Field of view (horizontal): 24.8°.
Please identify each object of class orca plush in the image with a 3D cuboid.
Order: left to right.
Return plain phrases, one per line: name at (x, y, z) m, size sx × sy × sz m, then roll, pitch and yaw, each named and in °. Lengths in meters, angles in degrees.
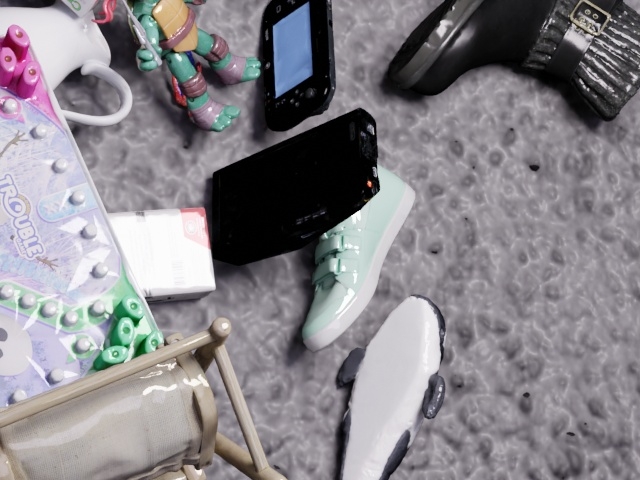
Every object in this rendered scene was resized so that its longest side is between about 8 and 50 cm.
orca plush at (0.100, 0.214, 1.693) m, size 0.102 × 0.151 × 0.287 m, roll 27°, pitch 62°, yaw -47°

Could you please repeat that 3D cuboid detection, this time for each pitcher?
pitcher at (-0.323, -0.182, 1.612) m, size 0.207 × 0.125 × 0.178 m, roll -30°, pitch 84°, yaw -35°

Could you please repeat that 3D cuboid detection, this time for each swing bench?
swing bench at (-0.207, 0.196, 1.325) m, size 0.253 × 0.255 × 0.165 m, roll -20°, pitch 91°, yaw -25°

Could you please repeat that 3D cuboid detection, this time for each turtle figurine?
turtle figurine at (-0.156, -0.241, 1.638) m, size 0.175 × 0.118 × 0.234 m, roll -52°, pitch 136°, yaw -18°

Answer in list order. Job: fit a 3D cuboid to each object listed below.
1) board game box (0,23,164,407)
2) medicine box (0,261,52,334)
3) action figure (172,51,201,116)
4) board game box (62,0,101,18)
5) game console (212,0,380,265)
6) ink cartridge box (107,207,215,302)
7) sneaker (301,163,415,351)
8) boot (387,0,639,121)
board game box at (-0.394, 0.010, 1.422) m, size 0.390 × 0.050 × 0.390 m, roll -21°, pitch 80°, yaw -23°
medicine box at (-0.343, 0.215, 1.493) m, size 0.263 × 0.149 × 0.289 m, roll -34°, pitch 90°, yaw -25°
action figure at (-0.161, -0.202, 1.731) m, size 0.038 × 0.030 × 0.115 m, roll -6°, pitch 82°, yaw -27°
board game box at (-0.256, -0.409, 1.680) m, size 0.193 × 0.053 × 0.305 m, roll 42°, pitch 48°, yaw -7°
game console at (-0.036, -0.150, 1.694) m, size 0.044 × 0.213 × 0.361 m, roll 34°, pitch 43°, yaw -45°
ink cartridge box at (-0.196, 0.020, 1.647) m, size 0.135 × 0.056 × 0.099 m, roll -4°, pitch 78°, yaw -21°
sneaker at (0.000, 0.000, 1.705) m, size 0.151 × 0.094 × 0.256 m, roll 36°, pitch 58°, yaw -16°
boot at (0.274, -0.234, 1.849) m, size 0.260 × 0.131 × 0.348 m, roll 48°, pitch 66°, yaw -5°
